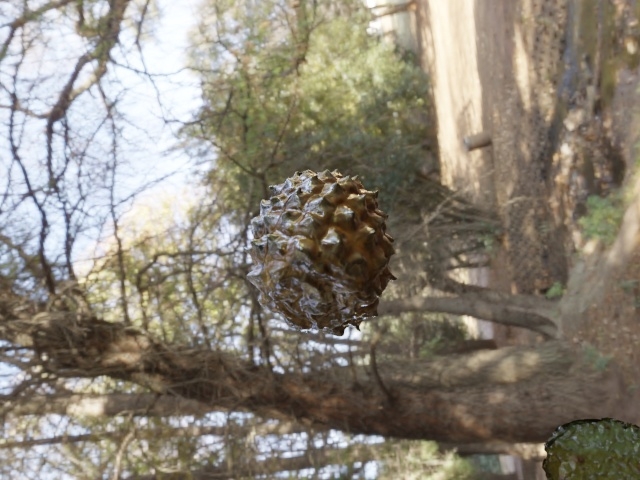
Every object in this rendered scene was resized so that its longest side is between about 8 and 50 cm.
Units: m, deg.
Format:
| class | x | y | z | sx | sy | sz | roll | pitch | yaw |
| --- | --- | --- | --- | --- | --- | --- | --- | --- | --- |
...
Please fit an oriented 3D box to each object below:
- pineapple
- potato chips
| class | x | y | z | sx | sy | sz | roll | pitch | yaw |
| --- | --- | --- | --- | --- | --- | --- | --- | --- | --- |
| pineapple | 0.000 | 0.000 | 0.657 | 0.193 | 0.166 | 0.166 | -89 | -17 | -46 |
| potato chips | 0.216 | 0.213 | 0.401 | 0.209 | 0.142 | 0.026 | 42 | -169 | 3 |
